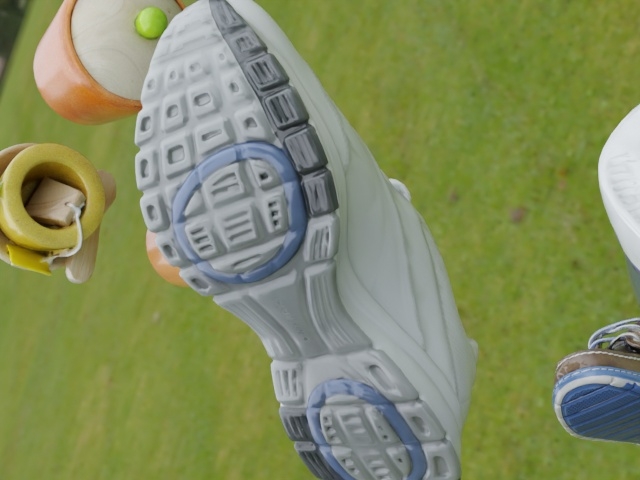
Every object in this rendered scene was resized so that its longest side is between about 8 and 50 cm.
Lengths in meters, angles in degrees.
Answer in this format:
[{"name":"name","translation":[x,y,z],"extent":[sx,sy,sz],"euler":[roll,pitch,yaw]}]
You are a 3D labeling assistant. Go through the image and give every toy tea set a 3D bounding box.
[{"name":"toy tea set","translation":[-0.058,-0.055,0.956],"extent":[0.124,0.336,0.200],"euler":[-21,58,56]}]

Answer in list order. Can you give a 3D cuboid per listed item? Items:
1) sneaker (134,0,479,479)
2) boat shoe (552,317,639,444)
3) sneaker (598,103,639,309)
[{"name":"sneaker","translation":[0.000,0.000,0.757],"extent":[0.111,0.297,0.129],"euler":[-10,29,29]},{"name":"boat shoe","translation":[0.190,0.085,0.867],"extent":[0.066,0.183,0.066],"euler":[-24,62,28]},{"name":"sneaker","translation":[0.243,0.093,0.611],"extent":[0.130,0.236,0.322],"euler":[-32,44,7]}]
